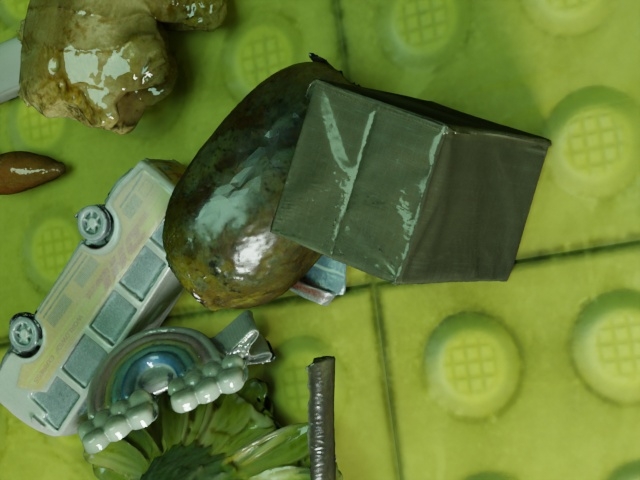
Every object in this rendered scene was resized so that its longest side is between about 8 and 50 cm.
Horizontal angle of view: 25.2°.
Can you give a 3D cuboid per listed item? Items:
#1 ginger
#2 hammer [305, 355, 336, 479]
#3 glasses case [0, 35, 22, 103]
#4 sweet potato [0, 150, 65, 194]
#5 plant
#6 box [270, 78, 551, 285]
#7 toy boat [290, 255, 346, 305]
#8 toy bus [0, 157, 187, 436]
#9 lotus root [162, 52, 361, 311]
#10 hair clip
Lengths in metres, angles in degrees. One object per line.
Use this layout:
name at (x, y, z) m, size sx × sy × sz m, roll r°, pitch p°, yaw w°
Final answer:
ginger at (-0.223, -0.307, 1.569) m, size 0.236 × 0.166 × 0.375 m, roll 13°, pitch 102°, yaw 39°
hammer at (0.003, 0.256, 1.398) m, size 0.027 × 0.125 × 0.297 m, roll -163°, pitch 68°, yaw -63°
glasses case at (-0.385, -0.202, 1.727) m, size 0.164 × 0.041 × 0.063 m, roll -18°, pitch 79°, yaw 29°
sweet potato at (-0.391, -0.085, 1.722) m, size 0.202 × 0.058 × 0.055 m, roll 8°, pitch 114°, yaw 29°
plant at (-0.149, 0.255, 1.497) m, size 0.306 × 0.297 × 0.261 m, roll -38°, pitch 45°, yaw 32°
box at (0.087, -0.053, 1.342) m, size 0.155 × 0.231 × 0.149 m, roll 22°, pitch 100°, yaw 29°
toy boat at (0.000, -0.001, 1.507) m, size 0.096 × 0.034 × 0.122 m, roll 28°, pitch 102°, yaw 22°
toy bus at (-0.238, 0.066, 1.611) m, size 0.138 × 0.097 × 0.342 m, roll 39°, pitch 107°, yaw 17°
lotus root at (-0.049, -0.053, 1.443) m, size 0.160 × 0.152 × 0.275 m, roll 38°, pitch 93°, yaw 13°
hair clip at (-0.158, 0.142, 1.513) m, size 0.220 × 0.054 × 0.140 m, roll -22°, pitch 40°, yaw -5°
